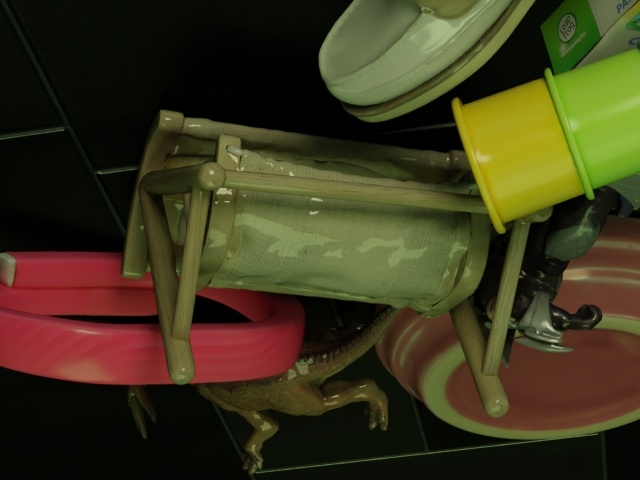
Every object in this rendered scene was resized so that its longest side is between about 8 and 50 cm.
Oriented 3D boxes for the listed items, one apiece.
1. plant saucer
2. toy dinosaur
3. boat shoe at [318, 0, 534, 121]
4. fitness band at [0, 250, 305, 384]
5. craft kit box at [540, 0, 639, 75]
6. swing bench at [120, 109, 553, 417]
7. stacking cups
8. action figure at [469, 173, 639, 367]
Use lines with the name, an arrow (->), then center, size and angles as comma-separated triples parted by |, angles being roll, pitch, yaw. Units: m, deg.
plant saucer -> 0.214, 0.095, 1.518 | 0.332, 0.084, 0.332 | -2, 148, -1
toy dinosaur -> -0.064, 0.111, 1.456 | 0.295, 0.127, 0.200 | -18, 152, 35
boat shoe -> 0.093, -0.193, 1.026 | 0.103, 0.113, 0.302 | 25, 128, -36
fitness band -> -0.150, 0.059, 1.321 | 0.290, 0.054, 0.209 | 0, -166, -35
craft kit box -> 0.313, -0.177, 1.080 | 0.249, 0.061, 0.246 | 4, 152, -29
swing bench -> 0.000, 0.000, 1.235 | 0.253, 0.255, 0.165 | 6, 106, -17
stacking cups -> 0.245, -0.104, 1.058 | 0.316, 0.096, 0.096 | -21, 146, 7
action figure -> 0.188, -0.009, 1.270 | 0.099, 0.185, 0.285 | 15, 136, -13
